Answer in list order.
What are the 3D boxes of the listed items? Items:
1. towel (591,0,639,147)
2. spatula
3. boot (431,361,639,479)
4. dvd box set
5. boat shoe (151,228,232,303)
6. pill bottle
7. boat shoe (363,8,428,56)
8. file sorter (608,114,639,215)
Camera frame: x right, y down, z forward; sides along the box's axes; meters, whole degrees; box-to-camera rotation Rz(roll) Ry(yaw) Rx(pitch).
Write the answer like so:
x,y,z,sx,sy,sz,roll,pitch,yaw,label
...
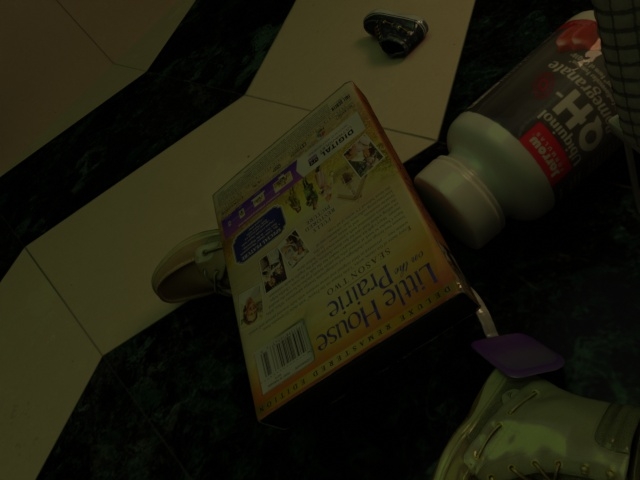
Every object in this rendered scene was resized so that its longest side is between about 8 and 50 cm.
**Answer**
x,y,z,sx,sy,sz,roll,pitch,yaw,label
0.379,-0.219,0.477,0.283,0.235,0.121,-12,39,29,towel
0.195,0.079,0.746,0.084,0.030,0.296,-7,32,-16,spatula
0.213,0.231,0.571,0.165,0.077,0.213,11,53,43,boot
0.000,0.000,0.816,0.307,0.062,0.421,-37,47,19,dvd box set
-0.163,0.042,1.014,0.302,0.109,0.098,-25,41,9,boat shoe
0.285,-0.139,0.784,0.318,0.176,0.176,-41,40,-2,pill bottle
0.141,-0.451,1.267,0.083,0.065,0.183,-49,42,-13,boat shoe
0.489,-0.094,0.589,0.277,0.173,0.193,-31,40,9,file sorter
